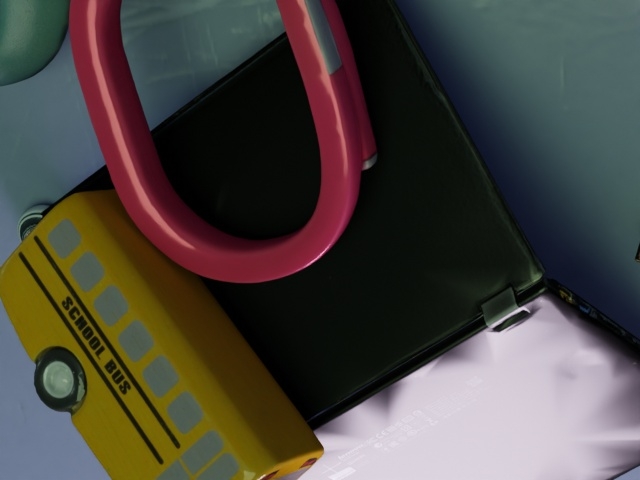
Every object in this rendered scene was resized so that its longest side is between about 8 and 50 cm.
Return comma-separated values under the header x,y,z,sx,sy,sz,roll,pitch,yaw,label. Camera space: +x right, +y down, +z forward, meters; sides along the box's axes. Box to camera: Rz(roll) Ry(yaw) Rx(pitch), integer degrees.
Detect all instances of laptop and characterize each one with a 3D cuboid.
x,y,z,sx,sy,sz,roll,pitch,yaw,label
0.047,0.063,1.484,0.382,0.236,0.408,-33,134,28,laptop

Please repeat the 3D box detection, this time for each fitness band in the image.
x,y,z,sx,sy,sz,roll,pitch,yaw,label
-0.074,-0.109,1.349,0.209,0.054,0.291,-9,106,26,fitness band

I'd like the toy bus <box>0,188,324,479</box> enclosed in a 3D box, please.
x,y,z,sx,sy,sz,roll,pitch,yaw,label
-0.111,0.127,1.391,0.130,0.108,0.332,-45,72,23,toy bus

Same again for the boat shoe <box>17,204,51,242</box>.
x,y,z,sx,sy,sz,roll,pitch,yaw,label
-0.204,0.056,1.558,0.065,0.083,0.183,-33,102,28,boat shoe

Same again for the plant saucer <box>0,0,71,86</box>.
x,y,z,sx,sy,sz,roll,pitch,yaw,label
-0.334,-0.243,1.410,0.317,0.043,0.317,22,138,22,plant saucer

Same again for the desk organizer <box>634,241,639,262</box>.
x,y,z,sx,sy,sz,roll,pitch,yaw,label
0.312,0.007,1.385,0.130,0.047,0.050,20,117,8,desk organizer
